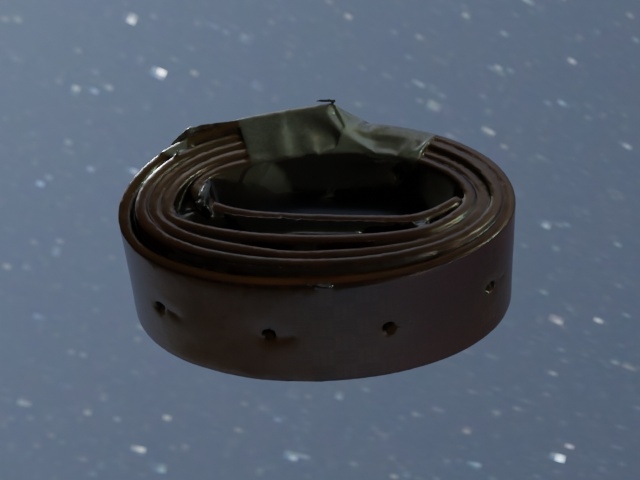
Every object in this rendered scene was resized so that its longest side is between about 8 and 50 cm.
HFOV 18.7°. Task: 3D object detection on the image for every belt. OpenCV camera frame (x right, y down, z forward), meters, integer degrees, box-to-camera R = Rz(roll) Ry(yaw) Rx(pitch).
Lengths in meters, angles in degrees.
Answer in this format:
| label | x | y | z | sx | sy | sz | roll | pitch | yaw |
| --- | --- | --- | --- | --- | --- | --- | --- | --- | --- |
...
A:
| label | x | y | z | sx | sy | sz | roll | pitch | yaw |
| --- | --- | --- | --- | --- | --- | --- | --- | --- | --- |
| belt | 0.000 | 0.000 | 1.311 | 0.261 | 0.105 | 0.184 | 1 | -139 | 6 |
